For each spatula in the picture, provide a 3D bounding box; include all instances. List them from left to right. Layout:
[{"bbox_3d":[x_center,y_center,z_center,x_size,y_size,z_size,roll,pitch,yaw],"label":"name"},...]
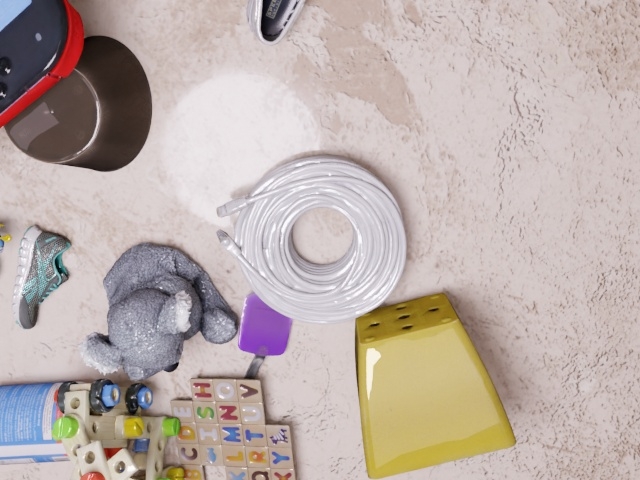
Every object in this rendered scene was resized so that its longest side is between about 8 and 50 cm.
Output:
[{"bbox_3d":[-0.113,0.229,1.242,0.084,0.030,0.296,10,107,-19],"label":"spatula"}]

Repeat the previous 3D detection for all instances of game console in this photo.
[{"bbox_3d":[-0.496,-0.283,0.944,0.342,0.060,0.386,-35,78,7],"label":"game console"}]

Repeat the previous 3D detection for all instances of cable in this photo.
[{"bbox_3d":[0.000,0.000,1.167,0.257,0.089,0.257,-29,101,6],"label":"cable"}]

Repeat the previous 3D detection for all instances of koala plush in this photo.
[{"bbox_3d":[-0.250,0.117,1.124,0.196,0.221,0.203,-25,101,6],"label":"koala plush"}]

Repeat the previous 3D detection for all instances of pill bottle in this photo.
[{"bbox_3d":[-0.479,0.289,1.213,0.221,0.124,0.124,-3,102,1],"label":"pill bottle"}]

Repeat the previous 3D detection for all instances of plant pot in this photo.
[{"bbox_3d":[0.147,0.197,1.142,0.212,0.212,0.187,-14,102,3],"label":"plant pot"}]

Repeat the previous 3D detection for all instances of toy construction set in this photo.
[{"bbox_3d":[-0.304,0.318,1.137,0.151,0.328,0.215,-3,75,1],"label":"toy construction set"}]

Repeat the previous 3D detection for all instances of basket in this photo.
[{"bbox_3d":[-0.333,-0.183,1.058,0.154,0.227,0.204,1,101,0],"label":"basket"}]

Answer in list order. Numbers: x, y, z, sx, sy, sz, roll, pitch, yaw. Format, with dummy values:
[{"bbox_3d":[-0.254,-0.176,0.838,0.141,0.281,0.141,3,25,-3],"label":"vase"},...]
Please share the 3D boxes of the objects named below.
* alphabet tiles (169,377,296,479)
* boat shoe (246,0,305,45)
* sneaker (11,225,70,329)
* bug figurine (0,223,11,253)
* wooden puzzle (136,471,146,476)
[{"bbox_3d":[-0.141,0.332,1.249,0.198,0.009,0.237,-1,107,13],"label":"alphabet tiles"},{"bbox_3d":[-0.032,-0.391,1.055,0.095,0.084,0.258,9,118,-17],"label":"boat shoe"},{"bbox_3d":[-0.432,0.063,1.198,0.076,0.065,0.166,11,104,-6],"label":"sneaker"},{"bbox_3d":[-0.580,-0.001,1.049,0.216,0.279,0.072,-6,82,22],"label":"bug figurine"},{"bbox_3d":[-0.282,0.417,1.295,0.116,0.014,0.078,28,101,-5],"label":"wooden puzzle"}]
